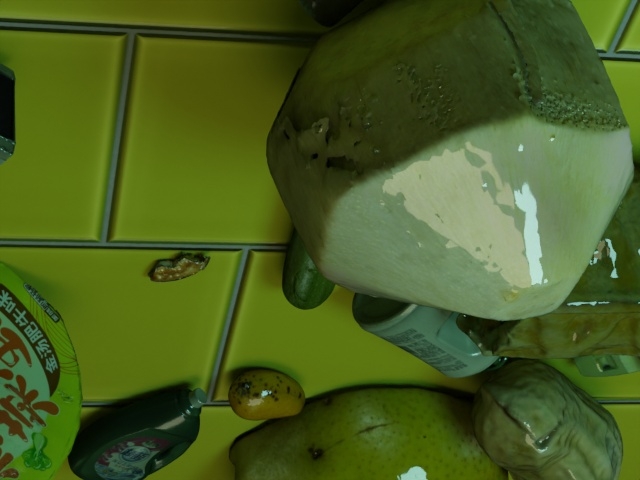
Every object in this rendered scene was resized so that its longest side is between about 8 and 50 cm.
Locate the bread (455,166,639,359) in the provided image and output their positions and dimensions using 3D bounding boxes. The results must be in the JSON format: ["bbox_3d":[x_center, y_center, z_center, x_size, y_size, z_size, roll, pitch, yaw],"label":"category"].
[{"bbox_3d":[0.308,0.024,1.724,0.252,0.196,0.238,8,143,-17],"label":"bread"}]

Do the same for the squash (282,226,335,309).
[{"bbox_3d":[0.000,0.000,1.725,0.069,0.069,0.239,1,142,-13],"label":"squash"}]

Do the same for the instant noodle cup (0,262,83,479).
[{"bbox_3d":[-0.451,0.184,1.711,0.311,0.311,0.221,23,142,-35],"label":"instant noodle cup"}]

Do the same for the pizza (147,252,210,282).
[{"bbox_3d":[-0.165,0.030,1.773,0.083,0.016,0.037,-18,143,17],"label":"pizza"}]

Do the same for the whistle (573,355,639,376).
[{"bbox_3d":[0.465,0.135,1.943,0.294,0.141,0.141,-25,140,19],"label":"whistle"}]

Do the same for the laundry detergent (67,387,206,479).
[{"bbox_3d":[-0.223,0.255,2.011,0.211,0.063,0.137,-34,138,25],"label":"laundry detergent"}]

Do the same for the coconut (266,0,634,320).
[{"bbox_3d":[0.125,-0.075,1.411,0.352,0.353,0.353,-6,142,-5],"label":"coconut"}]

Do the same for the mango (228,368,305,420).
[{"bbox_3d":[-0.069,0.204,1.980,0.114,0.057,0.079,21,126,-37],"label":"mango"}]

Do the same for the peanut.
[{"bbox_3d":[0.298,0.259,2.035,0.158,0.174,0.340,-16,140,31],"label":"peanut"}]

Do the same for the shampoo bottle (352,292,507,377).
[{"bbox_3d":[0.153,0.106,1.878,0.118,0.087,0.234,-32,137,27],"label":"shampoo bottle"}]

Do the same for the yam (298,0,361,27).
[{"bbox_3d":[0.048,-0.267,1.397,0.068,0.068,0.169,27,129,-37],"label":"yam"}]

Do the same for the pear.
[{"bbox_3d":[0.072,0.366,2.107,0.386,0.191,0.340,-13,142,3],"label":"pear"}]

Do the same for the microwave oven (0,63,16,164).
[{"bbox_3d":[-0.409,-0.132,1.423,0.163,0.129,0.205,-32,137,29],"label":"microwave oven"}]
